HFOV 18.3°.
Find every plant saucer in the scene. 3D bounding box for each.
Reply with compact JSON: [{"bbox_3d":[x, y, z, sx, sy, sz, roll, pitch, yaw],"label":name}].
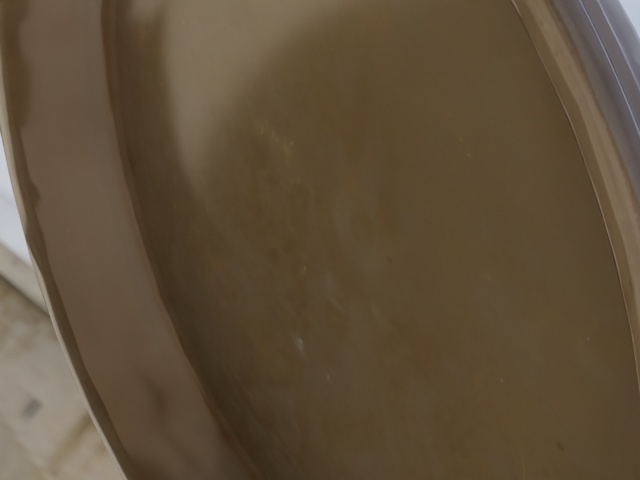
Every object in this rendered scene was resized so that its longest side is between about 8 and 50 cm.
[{"bbox_3d":[0.000,0.000,0.489,0.278,0.041,0.278,34,-45,43],"label":"plant saucer"}]
